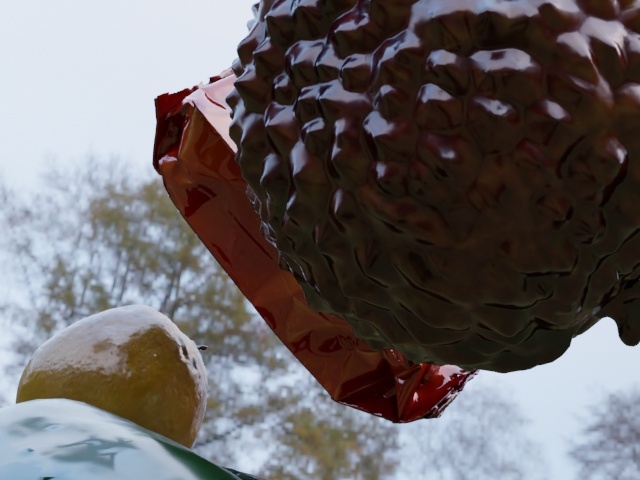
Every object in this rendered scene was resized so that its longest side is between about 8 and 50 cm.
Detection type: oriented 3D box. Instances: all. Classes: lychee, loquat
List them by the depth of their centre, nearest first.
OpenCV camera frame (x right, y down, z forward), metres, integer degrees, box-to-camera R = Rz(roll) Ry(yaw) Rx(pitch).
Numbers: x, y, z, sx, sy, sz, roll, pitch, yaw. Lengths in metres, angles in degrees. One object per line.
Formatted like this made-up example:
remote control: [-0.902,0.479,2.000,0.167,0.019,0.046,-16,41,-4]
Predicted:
lychee: [0.152,-0.083,1.047,0.500,0.424,0.424,39,-29,14]
loquat: [-0.224,0.170,1.331,0.176,0.234,0.187,18,-47,57]

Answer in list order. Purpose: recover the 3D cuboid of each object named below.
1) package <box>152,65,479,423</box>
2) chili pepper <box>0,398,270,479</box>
package: [0.000,-0.001,1.275,0.423,0.196,0.123,49,-51,2]
chili pepper: [-0.051,0.172,0.367,0.249,0.233,0.257,11,-7,-42]
